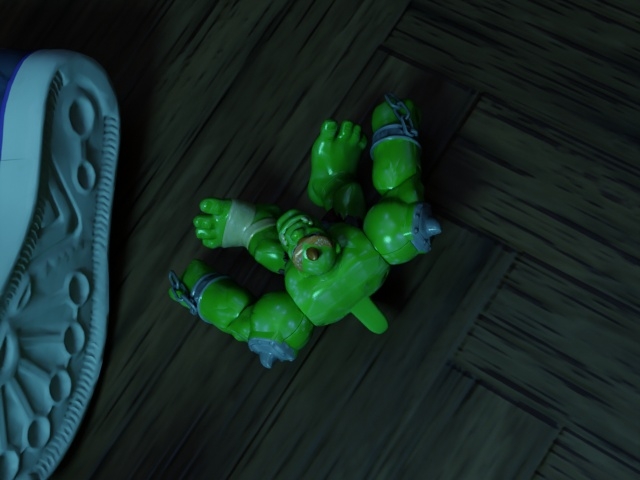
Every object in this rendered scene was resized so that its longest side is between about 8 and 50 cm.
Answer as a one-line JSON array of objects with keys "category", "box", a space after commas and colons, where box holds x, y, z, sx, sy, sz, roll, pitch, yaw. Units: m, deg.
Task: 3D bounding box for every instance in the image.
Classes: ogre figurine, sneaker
[{"category": "ogre figurine", "box": [0.000, 0.000, 0.937, 0.197, 0.097, 0.118, -26, 44, -8]}, {"category": "sneaker", "box": [-0.271, 0.019, 1.013, 0.236, 0.130, 0.322, 0, 74, 30]}]
